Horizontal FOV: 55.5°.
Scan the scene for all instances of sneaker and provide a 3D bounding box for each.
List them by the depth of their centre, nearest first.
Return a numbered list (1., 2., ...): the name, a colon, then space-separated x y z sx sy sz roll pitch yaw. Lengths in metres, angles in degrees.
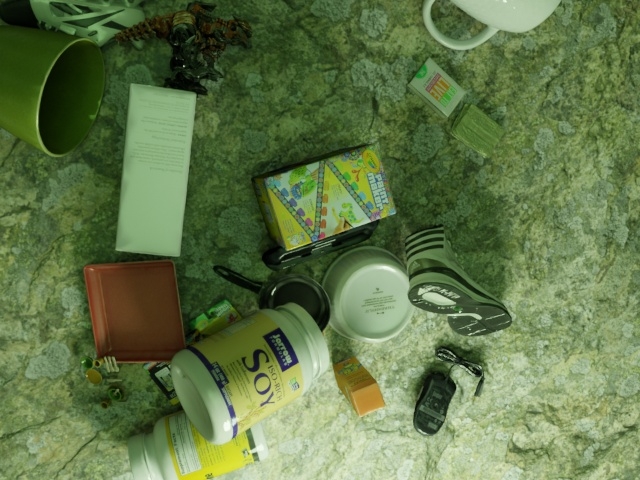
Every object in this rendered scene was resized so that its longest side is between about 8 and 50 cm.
1. sneaker: -0.577 -0.499 1.432 0.330 0.122 0.147 -4 96 -12
2. sneaker: 0.387 0.096 1.701 0.447 0.169 0.258 31 44 -42

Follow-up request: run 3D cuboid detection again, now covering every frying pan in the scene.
1. frying pan: -0.131 0.173 1.651 0.325 0.053 0.198 7 106 7

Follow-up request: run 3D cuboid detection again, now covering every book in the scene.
1. book: 0.323 -0.424 1.696 0.144 0.035 0.096 38 84 -13

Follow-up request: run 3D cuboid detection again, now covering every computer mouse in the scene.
1. computer mouse: 0.377 0.460 1.801 0.184 0.060 0.262 23 80 -10

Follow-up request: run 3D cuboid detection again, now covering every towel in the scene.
1. towel: 0.448 -0.314 1.737 0.148 0.027 0.110 31 88 -13

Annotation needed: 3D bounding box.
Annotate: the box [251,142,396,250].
1. box: -0.004 -0.114 1.523 0.279 0.290 0.177 -19 100 -11

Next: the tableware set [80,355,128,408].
1. tableware set: -0.562 0.366 1.571 0.103 0.024 0.154 -2 111 15

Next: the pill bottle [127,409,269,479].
1. pill bottle: -0.315 0.527 1.582 0.333 0.188 0.188 -16 100 -10

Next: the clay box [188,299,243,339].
1. clay box: -0.243 0.273 1.637 0.127 0.053 0.222 -33 102 -5

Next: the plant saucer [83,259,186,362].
1. plant saucer: -0.458 0.177 1.536 0.258 0.047 0.259 -4 99 15

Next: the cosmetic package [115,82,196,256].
1. cosmetic package: -0.395 -0.166 1.469 0.156 0.217 0.386 4 97 -13

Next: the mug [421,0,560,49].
1. mug: 0.431 -0.675 1.590 0.328 0.276 0.374 32 119 -21

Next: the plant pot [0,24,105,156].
1. plant pot: -0.690 -0.366 1.373 0.293 0.275 0.275 20 92 2

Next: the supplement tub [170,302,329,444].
1. supplement tub: -0.168 0.312 1.483 0.331 0.241 0.241 -26 102 -31

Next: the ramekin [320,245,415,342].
1. ramekin: 0.138 0.154 1.672 0.272 0.127 0.273 -1 97 -13

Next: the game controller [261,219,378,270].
1. game controller: 0.000 0.000 1.601 0.319 0.166 0.067 -19 76 -10

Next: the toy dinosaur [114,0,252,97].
1. toy dinosaur: -0.324 -0.479 1.491 0.321 0.164 0.219 -7 87 -6

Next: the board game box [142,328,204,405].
1. board game box: -0.355 0.333 1.596 0.170 0.048 0.141 -31 104 13

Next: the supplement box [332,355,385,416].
1. supplement box: 0.098 0.388 1.636 0.078 0.233 0.080 -21 97 -9

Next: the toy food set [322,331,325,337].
1. toy food set: -0.027 0.267 1.702 0.082 0.020 0.083 11 95 -14
